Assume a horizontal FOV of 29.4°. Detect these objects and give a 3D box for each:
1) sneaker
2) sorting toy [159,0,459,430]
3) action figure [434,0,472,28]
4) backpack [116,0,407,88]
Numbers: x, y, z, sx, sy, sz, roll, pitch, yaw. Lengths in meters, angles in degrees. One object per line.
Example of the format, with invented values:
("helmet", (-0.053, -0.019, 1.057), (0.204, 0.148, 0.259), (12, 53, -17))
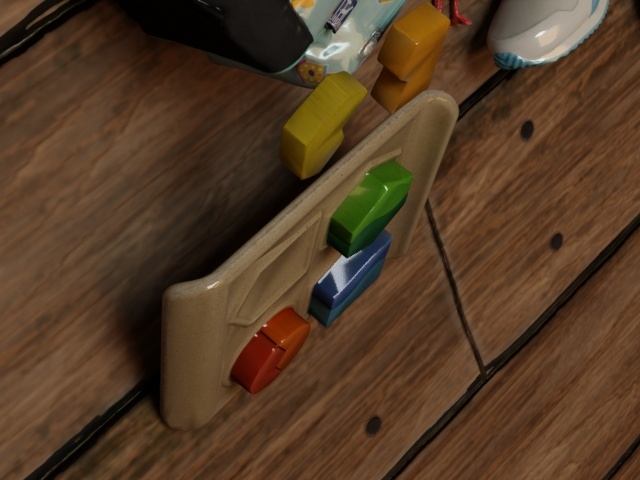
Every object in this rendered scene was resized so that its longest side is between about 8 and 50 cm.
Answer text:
("sneaker", (0.185, -0.229, 0.937), (0.092, 0.087, 0.228), (46, 65, -35))
("sorting toy", (0.000, 0.000, 0.759), (0.229, 0.041, 0.307), (-38, 162, -25))
("action figure", (0.099, -0.215, 0.894), (0.038, 0.030, 0.115), (-17, 114, -33))
("backpack", (-0.018, -0.187, 0.691), (0.144, 0.166, 0.188), (41, 77, -40))
